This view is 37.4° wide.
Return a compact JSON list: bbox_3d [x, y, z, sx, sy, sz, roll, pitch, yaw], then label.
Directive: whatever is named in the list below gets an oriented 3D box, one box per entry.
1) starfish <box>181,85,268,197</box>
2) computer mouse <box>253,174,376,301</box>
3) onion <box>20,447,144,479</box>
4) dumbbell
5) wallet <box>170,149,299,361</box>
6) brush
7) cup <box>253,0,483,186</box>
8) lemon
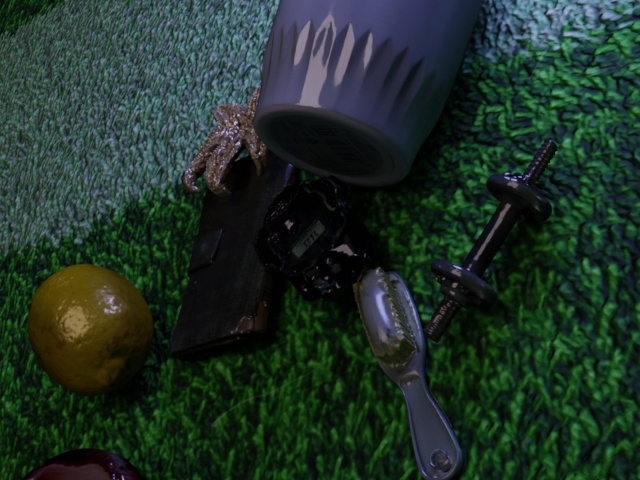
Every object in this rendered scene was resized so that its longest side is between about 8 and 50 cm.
[{"bbox_3d":[-0.121,-0.160,1.391,0.216,0.071,0.238,13,52,47],"label":"starfish"},{"bbox_3d":[0.000,0.000,1.186,0.146,0.077,0.241,-47,32,9],"label":"computer mouse"},{"bbox_3d":[-0.339,0.368,1.153,0.272,0.195,0.272,-33,37,30],"label":"onion"},{"bbox_3d":[0.185,-0.001,1.028,0.082,0.081,0.254,26,81,48],"label":"dumbbell"},{"bbox_3d":[-0.116,0.010,1.315,0.169,0.044,0.317,-16,51,35],"label":"wallet"},{"bbox_3d":[0.086,0.130,1.039,0.068,0.060,0.297,-34,44,16],"label":"brush"},{"bbox_3d":[0.065,-0.275,1.199,0.253,0.253,0.371,2,65,43],"label":"cup"},{"bbox_3d":[-0.322,0.124,1.333,0.170,0.170,0.207,-51,49,0],"label":"lemon"}]
